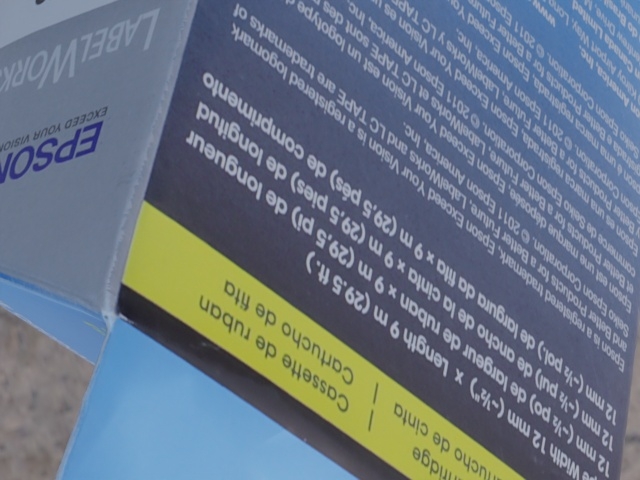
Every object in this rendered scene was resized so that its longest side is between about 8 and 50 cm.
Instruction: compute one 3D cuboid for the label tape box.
[{"bbox_3d":[0.000,0.000,0.661,0.115,0.347,0.249,-12,143,39],"label":"label tape box"}]
